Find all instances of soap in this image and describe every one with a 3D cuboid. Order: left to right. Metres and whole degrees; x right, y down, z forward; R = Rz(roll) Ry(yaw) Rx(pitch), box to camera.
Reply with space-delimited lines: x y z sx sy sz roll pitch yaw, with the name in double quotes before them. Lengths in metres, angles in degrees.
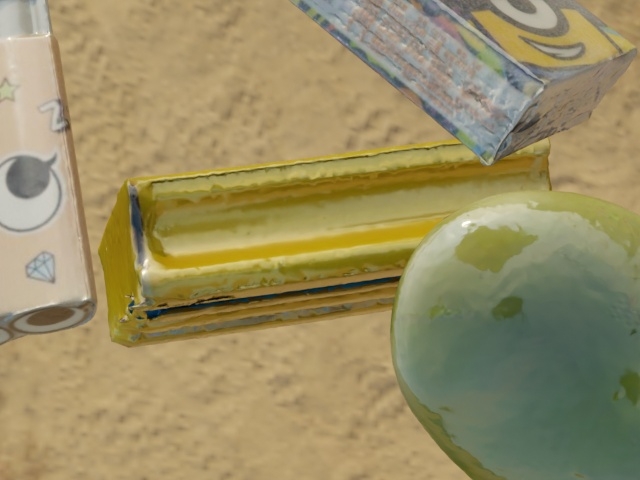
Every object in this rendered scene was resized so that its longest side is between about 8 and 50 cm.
"soap" -0.001 0.000 1.417 0.204 0.324 0.096 137 124 -71

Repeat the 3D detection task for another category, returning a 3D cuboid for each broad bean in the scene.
"broad bean" 0.161 0.078 1.134 0.263 0.121 0.189 32 100 -6

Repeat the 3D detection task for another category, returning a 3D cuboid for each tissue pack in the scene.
"tissue pack" 0.070 -0.110 0.963 0.148 0.108 0.060 40 123 19

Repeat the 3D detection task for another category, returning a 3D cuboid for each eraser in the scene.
"eraser" -0.291 -0.058 1.659 0.171 0.087 0.290 -13 72 7
